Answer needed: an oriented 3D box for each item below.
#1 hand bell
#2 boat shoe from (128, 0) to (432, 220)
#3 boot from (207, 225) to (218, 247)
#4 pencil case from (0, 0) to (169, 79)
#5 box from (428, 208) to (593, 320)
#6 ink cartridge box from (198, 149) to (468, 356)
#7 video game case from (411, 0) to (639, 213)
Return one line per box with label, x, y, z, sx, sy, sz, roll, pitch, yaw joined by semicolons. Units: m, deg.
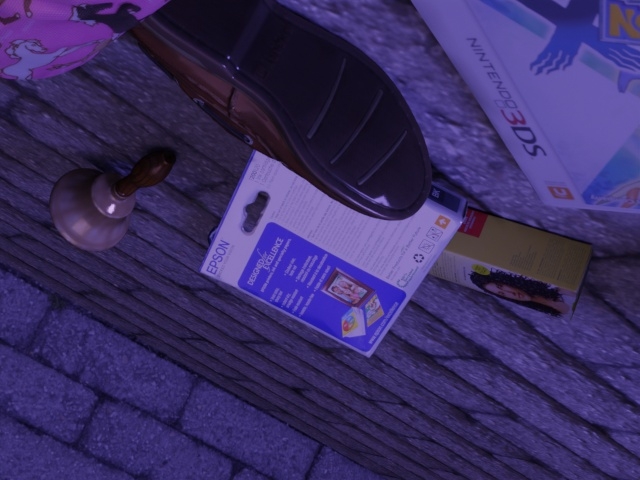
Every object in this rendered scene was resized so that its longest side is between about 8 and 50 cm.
hand bell;-0.261;-0.075;1.210;0.126;0.126;0.242;35;146;-26
boat shoe;-0.035;-0.129;0.759;0.307;0.111;0.104;42;161;-16
boot;-0.082;0.045;1.301;0.190;0.069;0.086;25;164;6
pencil case;-0.124;-0.219;0.483;0.167;0.160;0.386;-9;175;-37
box;0.159;0.010;0.931;0.232;0.058;0.087;19;159;20
ink cartridge box;0.006;-0.003;0.893;0.208;0.045;0.206;27;126;-5
video game case;0.244;-0.099;0.574;0.329;0.036;0.300;8;154;41
